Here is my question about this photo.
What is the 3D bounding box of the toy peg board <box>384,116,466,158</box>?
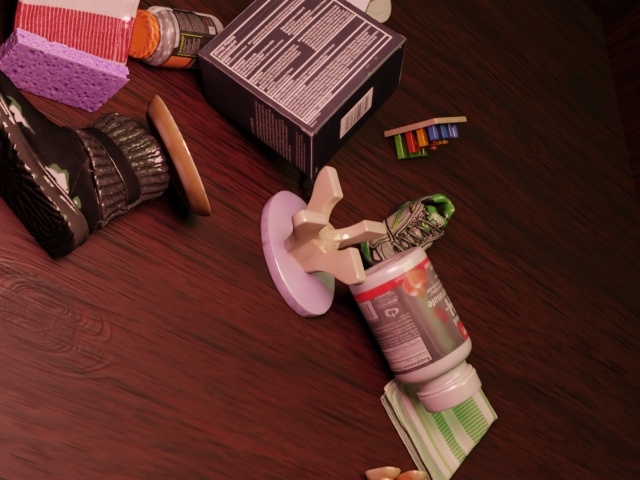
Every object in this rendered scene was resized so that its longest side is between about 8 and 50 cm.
[{"bbox_3d":[0.279,-0.264,2.304,0.161,0.160,0.079,-13,93,-52],"label":"toy peg board"}]

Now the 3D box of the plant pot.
[{"bbox_3d":[-0.259,-0.145,1.587,0.032,0.236,0.236,-26,86,-12],"label":"plant pot"}]

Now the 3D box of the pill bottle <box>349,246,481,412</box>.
[{"bbox_3d":[0.204,0.188,1.843,0.176,0.176,0.319,-31,94,-53],"label":"pill bottle"}]

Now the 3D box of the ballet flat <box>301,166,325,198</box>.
[{"bbox_3d":[-0.006,-0.162,1.987,0.057,0.049,0.173,35,44,-31],"label":"ballet flat"}]

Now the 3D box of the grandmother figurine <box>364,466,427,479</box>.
[{"bbox_3d":[0.160,0.605,1.649,0.207,0.104,0.343,9,59,-14],"label":"grandmother figurine"}]

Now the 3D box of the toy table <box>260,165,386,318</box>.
[{"bbox_3d":[0.000,0.000,1.800,0.252,0.160,0.274,-8,72,-51],"label":"toy table"}]

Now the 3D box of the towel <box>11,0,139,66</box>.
[{"bbox_3d":[-0.405,-0.444,1.533,0.037,0.329,0.237,32,23,34],"label":"towel"}]

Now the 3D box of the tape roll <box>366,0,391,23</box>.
[{"bbox_3d":[0.037,-0.610,2.230,0.246,0.169,0.246,29,47,-35],"label":"tape roll"}]

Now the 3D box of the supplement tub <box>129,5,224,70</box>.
[{"bbox_3d":[-0.290,-0.400,1.761,0.190,0.117,0.117,-6,71,-51],"label":"supplement tub"}]

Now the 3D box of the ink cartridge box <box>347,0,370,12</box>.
[{"bbox_3d":[0.048,-0.548,1.996,0.127,0.176,0.128,22,89,-2],"label":"ink cartridge box"}]

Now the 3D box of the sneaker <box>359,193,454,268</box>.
[{"bbox_3d":[0.203,-0.021,2.057,0.134,0.146,0.343,53,39,-10],"label":"sneaker"}]

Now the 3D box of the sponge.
[{"bbox_3d":[-0.445,-0.284,1.506,0.210,0.117,0.031,14,55,-44],"label":"sponge"}]

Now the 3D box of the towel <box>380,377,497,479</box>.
[{"bbox_3d":[0.270,0.371,1.969,0.324,0.038,0.248,-30,91,-53],"label":"towel"}]

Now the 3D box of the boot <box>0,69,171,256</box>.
[{"bbox_3d":[-0.419,-0.170,1.446,0.260,0.131,0.348,-47,114,-45],"label":"boot"}]

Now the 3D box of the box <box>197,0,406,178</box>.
[{"bbox_3d":[-0.035,-0.341,1.785,0.294,0.183,0.296,38,70,15],"label":"box"}]
